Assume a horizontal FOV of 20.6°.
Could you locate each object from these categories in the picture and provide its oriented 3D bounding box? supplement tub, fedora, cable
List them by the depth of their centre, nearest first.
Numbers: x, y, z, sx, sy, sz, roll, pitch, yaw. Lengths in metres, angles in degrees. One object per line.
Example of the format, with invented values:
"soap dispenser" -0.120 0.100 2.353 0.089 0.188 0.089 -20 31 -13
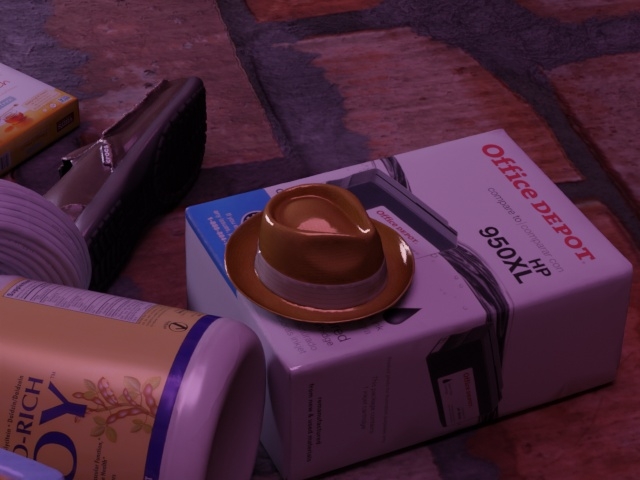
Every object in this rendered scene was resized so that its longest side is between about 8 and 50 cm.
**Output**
"supplement tub" -0.238 0.165 1.665 0.331 0.241 0.241 10 39 11
"fedora" 0.000 0.000 1.741 0.194 0.079 0.194 1 40 0
"cable" -0.362 0.043 1.805 0.257 0.257 0.089 15 38 -23

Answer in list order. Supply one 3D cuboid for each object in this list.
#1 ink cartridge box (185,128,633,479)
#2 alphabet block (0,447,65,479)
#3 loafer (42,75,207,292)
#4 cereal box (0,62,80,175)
"ink cartridge box" 0.088 0.057 1.869 0.394 0.166 0.285 -15 42 -20
"alphabet block" -0.342 0.297 1.516 0.192 0.197 0.193 18 40 14
"loafer" -0.245 -0.085 2.064 0.130 0.134 0.366 16 40 17
"cereal box" -0.450 -0.168 2.232 0.240 0.047 0.173 25 44 27
